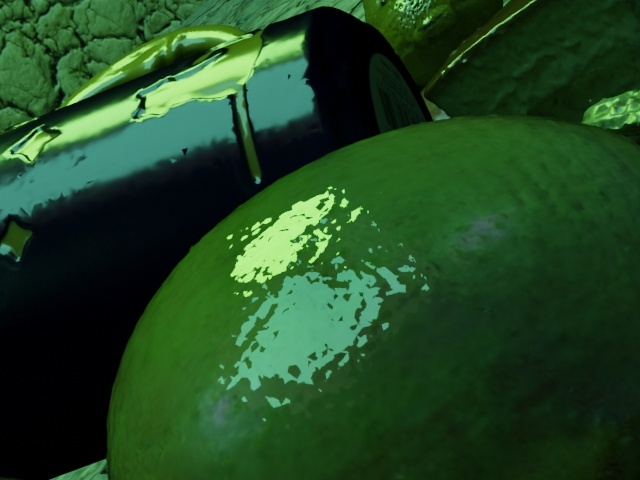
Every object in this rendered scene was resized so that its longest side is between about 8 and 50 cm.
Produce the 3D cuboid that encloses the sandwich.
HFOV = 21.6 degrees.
[{"bbox_3d":[0.173,-0.127,0.848,0.258,0.094,0.096,-44,13,-22],"label":"sandwich"}]

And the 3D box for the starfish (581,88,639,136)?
[{"bbox_3d":[0.270,-0.125,0.628,0.347,0.078,0.358,-40,6,0],"label":"starfish"}]

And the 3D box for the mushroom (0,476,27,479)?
[{"bbox_3d":[-0.166,0.191,0.667,0.247,0.130,0.344,-40,14,13],"label":"mushroom"}]

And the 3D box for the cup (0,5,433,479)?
[{"bbox_3d":[-0.078,-0.032,0.825,0.256,0.255,0.178,-21,-25,16],"label":"cup"}]

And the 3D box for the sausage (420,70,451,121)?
[{"bbox_3d":[0.000,0.001,0.926,0.326,0.079,0.087,-36,-23,11],"label":"sausage"}]

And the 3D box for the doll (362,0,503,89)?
[{"bbox_3d":[0.045,-0.137,1.218,0.209,0.097,0.137,-34,10,44],"label":"doll"}]

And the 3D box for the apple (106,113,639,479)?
[{"bbox_3d":[0.036,0.040,0.608,0.265,0.120,0.193,-31,28,-5],"label":"apple"}]
